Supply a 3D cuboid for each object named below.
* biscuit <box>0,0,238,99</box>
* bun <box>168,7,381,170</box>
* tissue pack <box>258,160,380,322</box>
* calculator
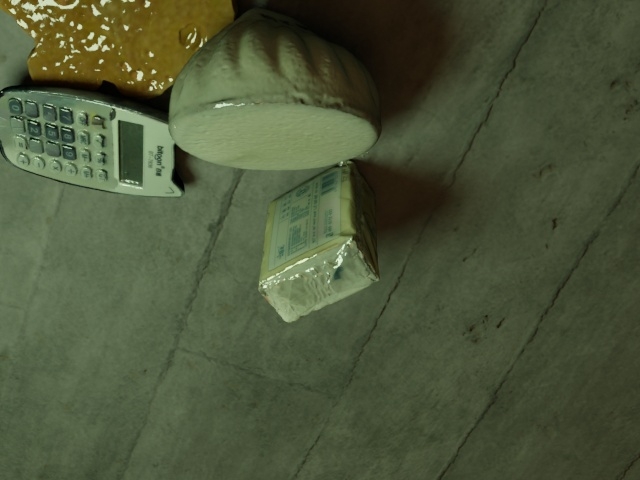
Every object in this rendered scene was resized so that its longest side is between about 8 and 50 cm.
[{"bbox_3d":[-0.240,-0.309,1.240,0.269,0.051,0.376,32,122,-22],"label":"biscuit"},{"bbox_3d":[-0.055,-0.197,1.238,0.263,0.175,0.263,-2,167,0],"label":"bun"},{"bbox_3d":[0.000,0.000,1.348,0.148,0.196,0.092,-26,119,19],"label":"tissue pack"},{"bbox_3d":[-0.307,-0.130,1.346,0.268,0.040,0.177,9,141,-5],"label":"calculator"}]
